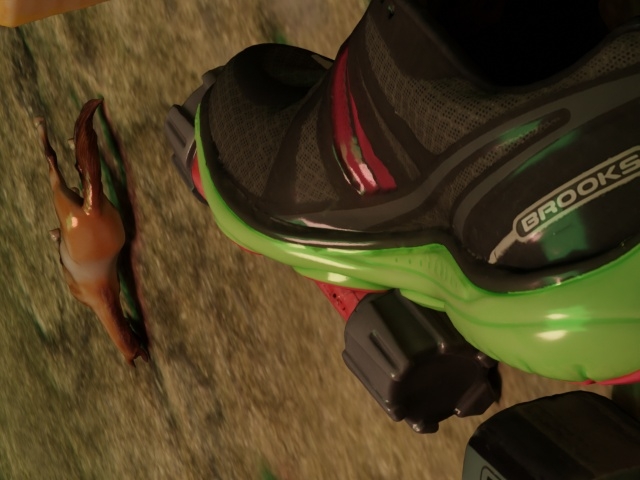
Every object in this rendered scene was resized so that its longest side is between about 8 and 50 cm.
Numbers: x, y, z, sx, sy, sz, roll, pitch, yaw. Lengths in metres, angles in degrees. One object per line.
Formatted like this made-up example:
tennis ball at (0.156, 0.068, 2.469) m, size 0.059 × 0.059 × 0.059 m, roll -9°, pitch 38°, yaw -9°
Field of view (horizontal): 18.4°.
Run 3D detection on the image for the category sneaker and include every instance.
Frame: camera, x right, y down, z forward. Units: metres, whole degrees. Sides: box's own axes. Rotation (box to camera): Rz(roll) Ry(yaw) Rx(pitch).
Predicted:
sneaker at (0.083, -0.063, 1.034) m, size 0.483 × 0.185 × 0.202 m, roll 19°, pitch 107°, yaw 60°

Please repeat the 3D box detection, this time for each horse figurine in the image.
horse figurine at (-0.225, -0.012, 1.907) m, size 0.263 × 0.066 × 0.174 m, roll 95°, pitch 154°, yaw -50°

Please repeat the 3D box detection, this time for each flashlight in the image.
flashlight at (0.000, 0.000, 1.323) m, size 0.304 × 0.103 × 0.103 m, roll 52°, pitch 157°, yaw 42°

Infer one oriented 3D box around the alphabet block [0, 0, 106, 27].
alphabet block at (-0.159, -0.291, 1.346) m, size 0.192 × 0.193 × 0.197 m, roll 66°, pitch 158°, yaw 17°

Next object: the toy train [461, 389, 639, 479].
toy train at (0.181, 0.222, 1.038) m, size 0.334 × 0.142 × 0.190 m, roll 41°, pitch 134°, yaw 52°
